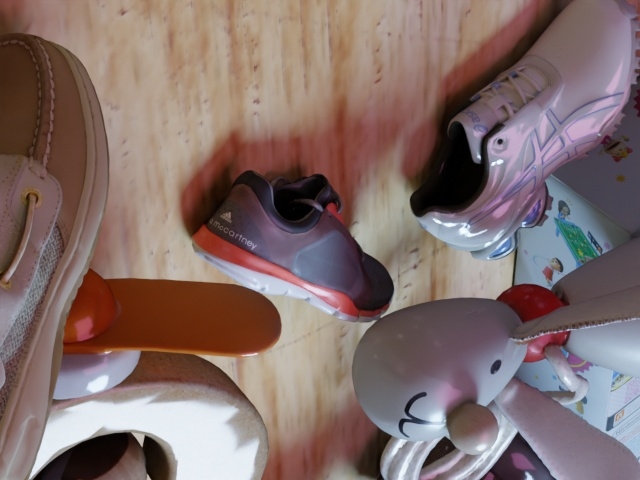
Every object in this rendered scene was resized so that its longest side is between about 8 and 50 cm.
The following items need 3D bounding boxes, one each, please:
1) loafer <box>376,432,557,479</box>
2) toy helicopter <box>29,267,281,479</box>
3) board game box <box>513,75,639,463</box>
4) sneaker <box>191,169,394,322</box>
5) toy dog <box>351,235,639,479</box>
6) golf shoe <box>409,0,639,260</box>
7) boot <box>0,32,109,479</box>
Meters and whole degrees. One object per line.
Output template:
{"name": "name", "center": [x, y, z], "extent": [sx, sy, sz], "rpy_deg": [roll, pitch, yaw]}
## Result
{"name": "loafer", "center": [0.129, 0.237, 1.292], "extent": [0.130, 0.134, 0.366], "rpy_deg": [-41, 130, -6]}
{"name": "toy helicopter", "center": [-0.168, 0.097, 0.790], "extent": [0.355, 0.140, 0.235], "rpy_deg": [7, 123, -41]}
{"name": "board game box", "center": [0.240, 0.020, 1.258], "extent": [0.224, 0.097, 0.303], "rpy_deg": [-33, 145, -26]}
{"name": "sneaker", "center": [0.000, 0.000, 0.968], "extent": [0.158, 0.061, 0.065], "rpy_deg": [16, 102, -57]}
{"name": "toy dog", "center": [0.195, 0.072, 1.030], "extent": [0.334, 0.161, 0.220], "rpy_deg": [-30, 142, -13]}
{"name": "golf shoe", "center": [0.116, -0.069, 1.040], "extent": [0.086, 0.069, 0.176], "rpy_deg": [14, 109, -50]}
{"name": "boot", "center": [-0.165, -0.015, 0.673], "extent": [0.165, 0.077, 0.213], "rpy_deg": [35, 51, -42]}
